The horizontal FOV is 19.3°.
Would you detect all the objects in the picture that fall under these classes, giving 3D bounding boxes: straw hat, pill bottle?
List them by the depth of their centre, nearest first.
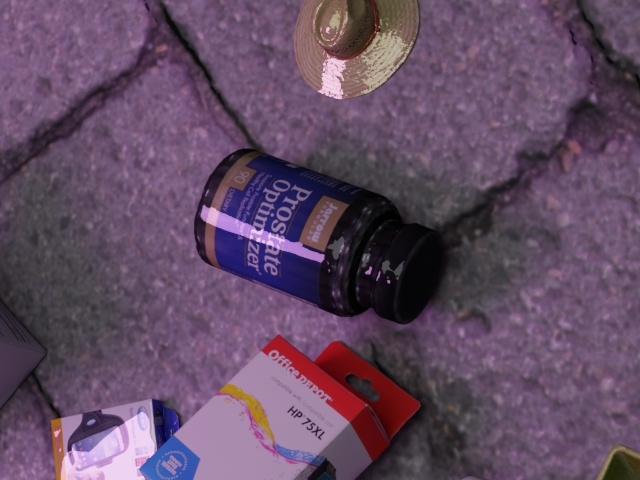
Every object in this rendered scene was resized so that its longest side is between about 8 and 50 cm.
[{"bbox_3d":[0.000,0.000,1.786,0.219,0.123,0.123,20,88,25],"label":"pill bottle"},{"bbox_3d":[0.023,-0.216,1.855,0.144,0.061,0.144,-5,77,25],"label":"straw hat"}]

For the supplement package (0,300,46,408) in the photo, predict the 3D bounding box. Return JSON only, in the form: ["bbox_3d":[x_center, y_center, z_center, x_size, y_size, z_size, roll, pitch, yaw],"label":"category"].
[{"bbox_3d":[-0.432,0.122,1.918,0.194,0.203,0.149,-49,64,8],"label":"supplement package"}]

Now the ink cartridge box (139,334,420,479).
[{"bbox_3d":[-0.035,0.183,1.740,0.231,0.078,0.134,-44,51,-13],"label":"ink cartridge box"}]

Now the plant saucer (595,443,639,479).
[{"bbox_3d":[0.303,0.299,1.630,0.188,0.045,0.188,25,90,27],"label":"plant saucer"}]

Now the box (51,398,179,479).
[{"bbox_3d":[-0.205,0.208,1.894,0.136,0.028,0.081,-15,74,24],"label":"box"}]

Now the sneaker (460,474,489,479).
[{"bbox_3d":[0.150,0.385,1.608,0.236,0.130,0.323,22,75,34],"label":"sneaker"}]
